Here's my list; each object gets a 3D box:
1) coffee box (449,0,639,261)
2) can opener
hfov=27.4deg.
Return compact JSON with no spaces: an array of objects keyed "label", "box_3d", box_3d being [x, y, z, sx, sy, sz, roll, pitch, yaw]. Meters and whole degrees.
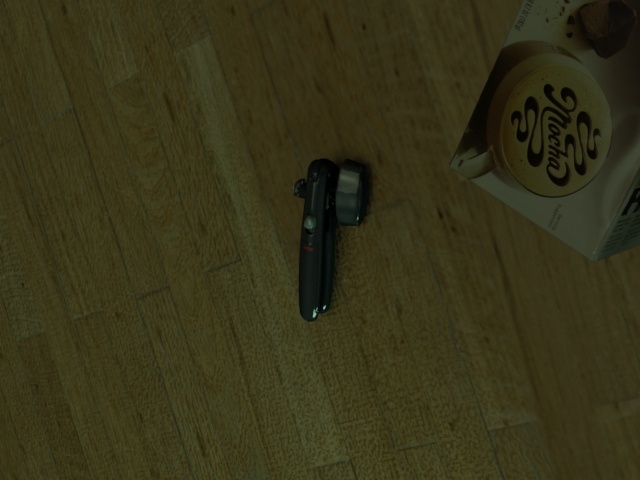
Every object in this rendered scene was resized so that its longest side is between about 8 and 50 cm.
[{"label":"coffee box","box_3d":[0.256,-0.155,1.125,0.168,0.119,0.297,37,120,27]},{"label":"can opener","box_3d":[0.000,0.000,1.395,0.073,0.059,0.186,23,113,31]}]
